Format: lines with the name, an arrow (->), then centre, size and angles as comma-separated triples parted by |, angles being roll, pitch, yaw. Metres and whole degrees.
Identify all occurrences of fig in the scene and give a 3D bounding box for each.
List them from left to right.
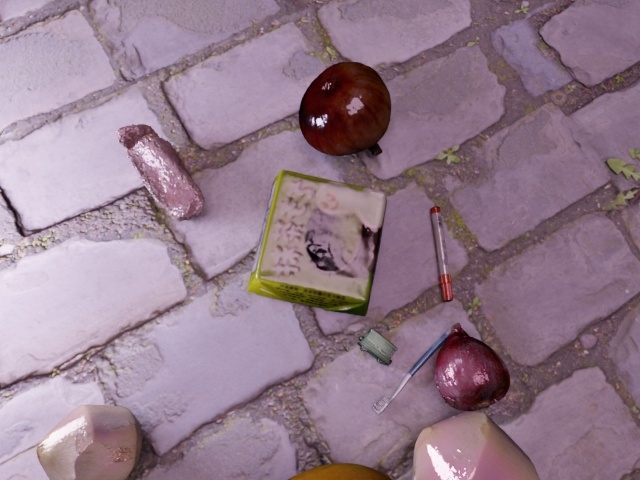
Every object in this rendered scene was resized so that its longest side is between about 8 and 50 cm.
fig -> 0.062, -0.314, 1.163 | 0.235, 0.214, 0.234 | -2, 83, 20

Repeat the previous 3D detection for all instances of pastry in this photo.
pastry -> -0.368, -0.157, 1.127 | 0.103, 0.112, 0.265 | -34, 88, -4

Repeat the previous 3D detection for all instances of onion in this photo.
onion -> 0.326, 0.276, 1.057 | 0.160, 0.159, 0.194 | -5, 54, -6

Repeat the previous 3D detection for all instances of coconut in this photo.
coconut -> -0.449, 0.404, 0.925 | 0.171, 0.183, 0.170 | -14, 67, 37
coconut -> 0.301, 0.477, 0.967 | 0.245, 0.233, 0.233 | 43, 76, 6

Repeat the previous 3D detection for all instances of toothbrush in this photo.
toothbrush -> 0.220, 0.296, 1.103 | 0.025, 0.019, 0.276 | 43, 76, 15

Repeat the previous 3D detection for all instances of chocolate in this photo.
chocolate -> 0.000, 0.000, 1.099 | 0.289, 0.137, 0.300 | 12, 74, -2

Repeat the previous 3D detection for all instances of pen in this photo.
pen -> 0.299, 0.032, 1.174 | 0.028, 0.028, 0.239 | -3, 76, -6

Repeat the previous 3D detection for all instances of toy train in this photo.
toy train -> 0.132, 0.246, 1.098 | 0.093, 0.038, 0.056 | 37, 73, 5

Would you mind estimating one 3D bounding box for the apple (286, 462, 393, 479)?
apple -> 0.023, 0.585, 0.812 | 0.374, 0.374, 0.384 | 49, 37, 8
